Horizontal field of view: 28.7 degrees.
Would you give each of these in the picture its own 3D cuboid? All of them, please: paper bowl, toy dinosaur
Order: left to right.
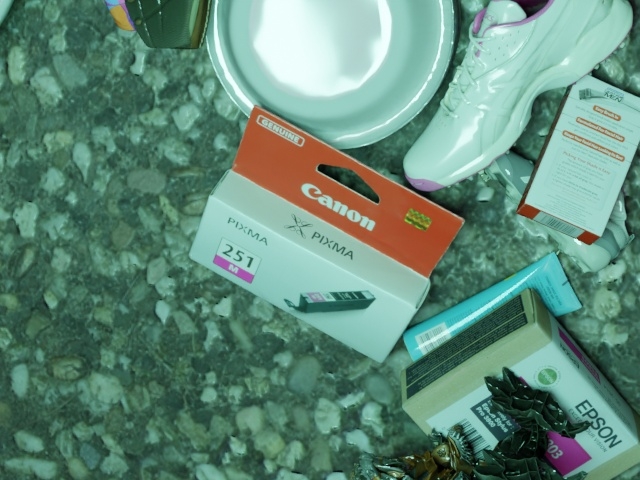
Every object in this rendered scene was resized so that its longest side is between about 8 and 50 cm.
[{"bbox_3d":[0.010,-0.241,1.392,0.284,0.148,0.284,2,104,10],"label":"paper bowl"},{"bbox_3d":[0.202,0.275,1.403,0.322,0.164,0.218,0,133,-16],"label":"toy dinosaur"}]

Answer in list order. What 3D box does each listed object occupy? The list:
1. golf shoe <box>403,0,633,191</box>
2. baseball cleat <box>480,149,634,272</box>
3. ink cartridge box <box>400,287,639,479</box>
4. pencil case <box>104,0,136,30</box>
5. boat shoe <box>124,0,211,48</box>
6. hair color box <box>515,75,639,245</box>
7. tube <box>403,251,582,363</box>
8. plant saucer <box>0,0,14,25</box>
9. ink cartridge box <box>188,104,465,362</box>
[{"bbox_3d":[0.189,-0.187,1.361,0.306,0.115,0.140,-44,121,6],"label":"golf shoe"},{"bbox_3d":[0.273,-0.061,1.437,0.109,0.072,0.206,-43,95,2],"label":"baseball cleat"},{"bbox_3d":[0.238,0.203,1.470,0.193,0.088,0.234,-36,109,19],"label":"ink cartridge box"},{"bbox_3d":[-0.232,-0.352,1.398,0.104,0.104,0.236,-14,125,15],"label":"pencil case"},{"bbox_3d":[-0.139,-0.367,1.340,0.123,0.120,0.323,10,104,40],"label":"boat shoe"},{"bbox_3d":[0.291,-0.090,1.382,0.093,0.053,0.167,24,78,2],"label":"hair color box"},{"bbox_3d":[0.201,0.090,1.494,0.207,0.052,0.080,-26,115,14],"label":"tube"},{"bbox_3d":[-0.520,-0.384,1.484,0.401,0.100,0.400,3,106,11],"label":"plant saucer"},{"bbox_3d":[0.000,0.000,1.446,0.275,0.060,0.239,29,141,3],"label":"ink cartridge box"}]
